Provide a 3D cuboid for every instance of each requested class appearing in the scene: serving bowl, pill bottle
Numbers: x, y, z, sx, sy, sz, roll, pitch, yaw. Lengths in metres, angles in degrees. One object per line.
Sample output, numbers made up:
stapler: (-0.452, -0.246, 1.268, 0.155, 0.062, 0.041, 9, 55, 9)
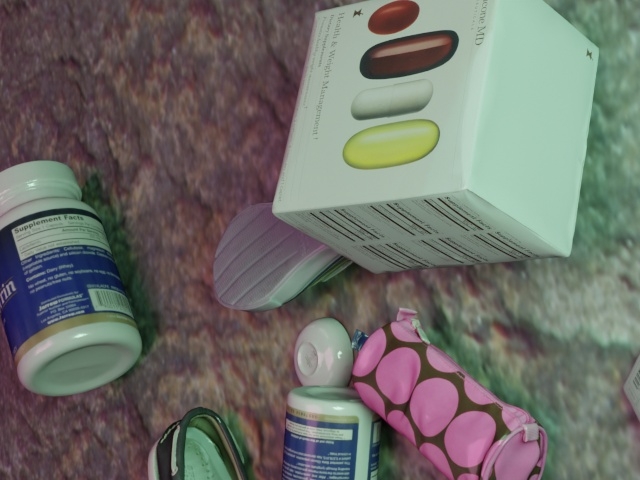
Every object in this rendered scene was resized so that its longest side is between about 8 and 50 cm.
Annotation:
serving bowl: (-0.002, 0.120, 1.618, 0.083, 0.027, 0.083, -1, 89, 52)
pill bottle: (0.008, 0.232, 1.551, 0.094, 0.094, 0.169, 11, 98, 52)
pill bottle: (-0.323, 0.043, 1.935, 0.153, 0.153, 0.265, -48, 53, 41)

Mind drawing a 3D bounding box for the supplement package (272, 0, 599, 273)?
supplement package: (0.096, -0.092, 1.318, 0.203, 0.149, 0.194, -6, 65, 41)

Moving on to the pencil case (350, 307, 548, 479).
pencil case: (0.116, 0.149, 1.419, 0.209, 0.095, 0.098, 38, 104, 43)

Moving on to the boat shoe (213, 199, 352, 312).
boat shoe: (0.000, 0.000, 1.559, 0.302, 0.094, 0.109, -29, 62, 50)

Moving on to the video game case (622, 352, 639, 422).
video game case: (0.301, 0.083, 1.167, 0.193, 0.023, 0.212, -105, 33, -59)

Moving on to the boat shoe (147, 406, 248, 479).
boat shoe: (-0.113, 0.323, 1.694, 0.091, 0.114, 0.302, -53, 52, 46)
